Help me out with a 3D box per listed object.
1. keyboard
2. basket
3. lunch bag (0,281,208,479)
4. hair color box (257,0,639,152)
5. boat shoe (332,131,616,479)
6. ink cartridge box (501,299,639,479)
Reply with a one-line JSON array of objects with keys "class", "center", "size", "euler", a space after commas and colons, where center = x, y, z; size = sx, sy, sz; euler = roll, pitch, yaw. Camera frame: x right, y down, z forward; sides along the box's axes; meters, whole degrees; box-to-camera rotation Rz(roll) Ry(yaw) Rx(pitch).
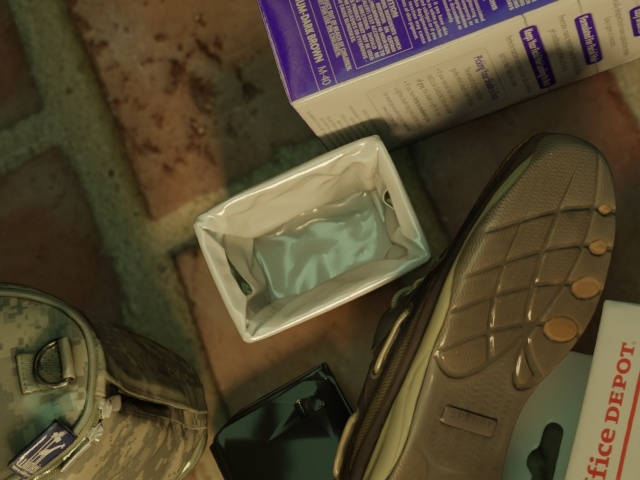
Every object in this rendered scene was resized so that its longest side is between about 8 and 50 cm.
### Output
[{"class": "keyboard", "center": [0.060, 0.241, 1.430], "size": [0.201, 0.033, 0.317], "euler": [-30, 74, 7]}, {"class": "basket", "center": [0.000, 0.000, 1.450], "size": [0.167, 0.103, 0.113], "euler": [-24, 85, 9]}, {"class": "lunch bag", "center": [-0.240, 0.138, 1.379], "size": [0.256, 0.305, 0.213], "euler": [-16, 76, 11]}, {"class": "hair color box", "center": [0.139, -0.182, 1.421], "size": [0.338, 0.185, 0.110], "euler": [-19, 73, 8]}, {"class": "boat shoe", "center": [0.097, 0.075, 1.358], "size": [0.130, 0.132, 0.355], "euler": [29, 93, 56]}, {"class": "ink cartridge box", "center": [0.292, 0.169, 1.313], "size": [0.353, 0.119, 0.207], "euler": [8, 67, 20]}]
